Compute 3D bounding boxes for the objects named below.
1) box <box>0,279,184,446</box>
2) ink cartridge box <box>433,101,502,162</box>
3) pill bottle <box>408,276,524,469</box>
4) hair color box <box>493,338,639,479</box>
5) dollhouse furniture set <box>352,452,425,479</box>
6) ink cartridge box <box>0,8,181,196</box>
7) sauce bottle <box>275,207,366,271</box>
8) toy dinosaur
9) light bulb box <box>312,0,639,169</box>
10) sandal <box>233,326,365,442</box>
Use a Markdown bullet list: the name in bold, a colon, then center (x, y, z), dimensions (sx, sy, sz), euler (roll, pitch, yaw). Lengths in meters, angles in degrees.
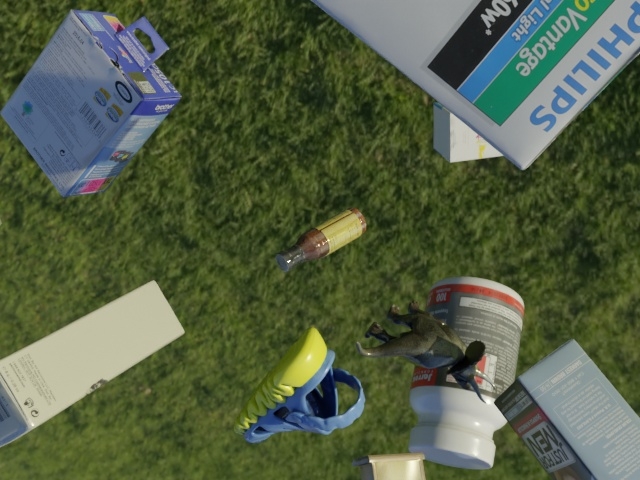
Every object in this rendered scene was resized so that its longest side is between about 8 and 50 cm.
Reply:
- **box**: center (-0.322, 0.158, 1.022), dimensions (0.113, 0.275, 0.094), euler (-30, 91, 39)
- **ink cartridge box**: center (0.281, -0.199, 1.345), dimensions (0.143, 0.092, 0.090), euler (-8, 113, -8)
- **pill bottle**: center (0.301, 0.277, 1.602), dimensions (0.210, 0.363, 0.210), euler (12, 156, 6)
- **hair color box**: center (0.430, 0.346, 1.126), dimensions (0.113, 0.374, 0.185), euler (-32, 160, -12)
- **dollhouse furniture set**: center (0.058, 0.434, 1.191), dimensions (0.212, 0.161, 0.242), euler (8, 154, -34)
- **ink cartridge box**: center (-0.502, -0.324, 1.714), dimensions (0.395, 0.151, 0.270), euler (-43, 81, 28)
- **sauce bottle**: center (0.000, 0.000, 0.968), dimensions (0.042, 0.128, 0.042), euler (40, 145, 36)
- **toy dinosaur**: center (0.181, 0.172, 1.294), dimensions (0.160, 0.121, 0.313), euler (19, 175, 40)
- **light bulb box**: center (0.192, -0.325, 0.936), dimensions (0.361, 0.358, 0.225), euler (38, 118, -3)
- **sandal**: center (-0.035, 0.254, 1.164), dimensions (0.138, 0.126, 0.317), euler (36, 147, -2)
